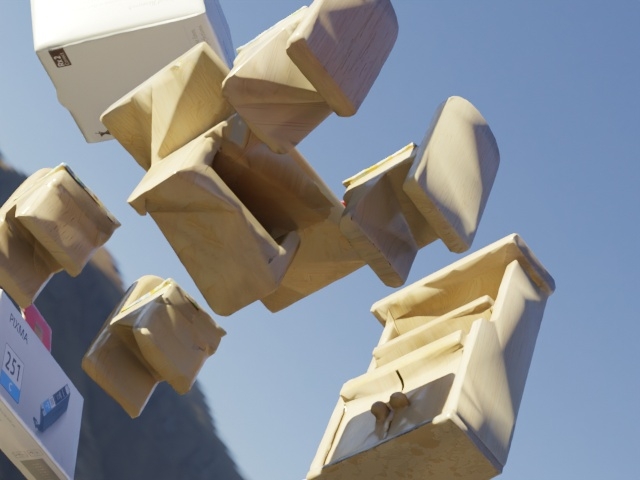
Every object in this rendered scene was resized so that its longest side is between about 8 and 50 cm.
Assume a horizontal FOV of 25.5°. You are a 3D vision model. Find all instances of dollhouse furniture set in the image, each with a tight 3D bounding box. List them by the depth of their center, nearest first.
[{"bbox_3d":[0.000,0.000,1.179,0.362,0.256,0.394,-29,-70,33],"label":"dollhouse furniture set"}]

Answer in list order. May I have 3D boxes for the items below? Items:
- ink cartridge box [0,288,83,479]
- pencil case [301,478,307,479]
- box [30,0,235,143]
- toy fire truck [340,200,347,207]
[{"bbox_3d":[-0.401,0.152,1.910,0.296,0.066,0.261,69,17,-53],"label":"ink cartridge box"},{"bbox_3d":[0.033,0.340,1.855,0.088,0.206,0.086,42,-34,54],"label":"pencil case"},{"bbox_3d":[-0.192,-0.211,1.492,0.181,0.182,0.119,71,8,-61],"label":"box"},{"bbox_3d":[0.061,-0.027,1.724,0.192,0.047,0.135,3,4,7],"label":"toy fire truck"}]
